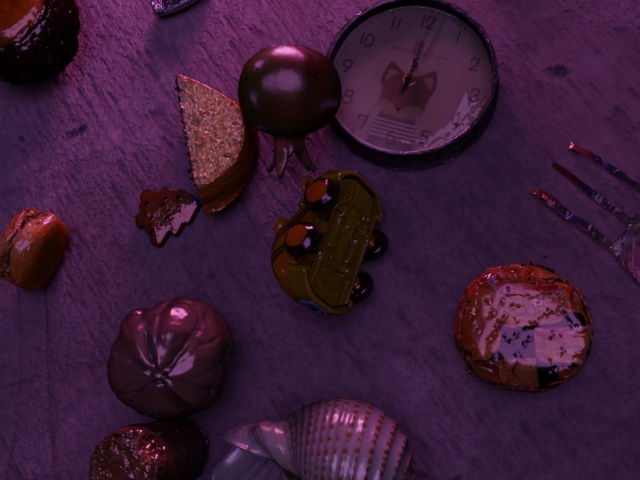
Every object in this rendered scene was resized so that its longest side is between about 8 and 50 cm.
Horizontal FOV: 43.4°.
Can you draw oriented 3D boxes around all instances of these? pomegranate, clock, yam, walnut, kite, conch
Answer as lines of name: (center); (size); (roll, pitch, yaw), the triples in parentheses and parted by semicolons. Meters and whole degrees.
pomegranate: (-0.052, -0.222, 1.379); (0.181, 0.181, 0.224); (-2, 104, 8)
clock: (0.160, -0.289, 1.456); (0.324, 0.067, 0.325); (-2, 76, 9)
yam: (-0.270, 0.351, 1.270); (0.128, 0.238, 0.130); (-2, 82, 10)
walnut: (-0.245, 0.192, 1.326); (0.224, 0.224, 0.224); (-2, 76, 8)
kite: (0.537, -0.021, 1.358); (0.360, 0.022, 0.204); (36, 83, 14)
conch: (-0.003, 0.391, 1.242); (0.319, 0.215, 0.303); (3, 68, 41)

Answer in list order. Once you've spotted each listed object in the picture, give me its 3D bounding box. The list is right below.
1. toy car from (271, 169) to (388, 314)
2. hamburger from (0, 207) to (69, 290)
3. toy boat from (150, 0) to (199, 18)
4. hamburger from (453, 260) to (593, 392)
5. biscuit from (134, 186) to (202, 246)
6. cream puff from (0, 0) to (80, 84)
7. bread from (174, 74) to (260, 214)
toy car: (0.000, 0.000, 1.357); (0.142, 0.200, 0.248); (4, 60, 40)
hamburger: (-0.520, 0.016, 1.444); (0.083, 0.138, 0.147); (21, 74, 14)
toy boat: (-0.270, -0.490, 1.569); (0.140, 0.066, 0.059); (-28, 70, 0)
hamburger: (0.331, 0.138, 1.308); (0.230, 0.107, 0.231); (-3, 80, 15)
biscuit: (-0.281, -0.055, 1.487); (0.129, 0.019, 0.120); (-20, 74, 3)
cream puff: (-0.573, -0.412, 1.543); (0.238, 0.165, 0.239); (-2, 75, 8)
bread: (-0.178, -0.185, 1.449); (0.133, 0.129, 0.260); (-14, 75, 0)
